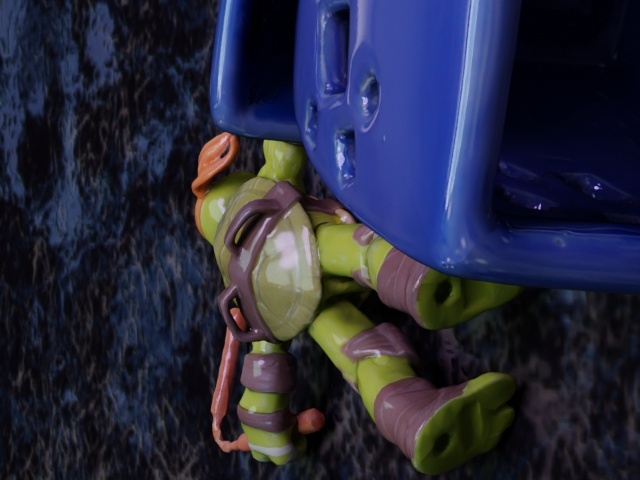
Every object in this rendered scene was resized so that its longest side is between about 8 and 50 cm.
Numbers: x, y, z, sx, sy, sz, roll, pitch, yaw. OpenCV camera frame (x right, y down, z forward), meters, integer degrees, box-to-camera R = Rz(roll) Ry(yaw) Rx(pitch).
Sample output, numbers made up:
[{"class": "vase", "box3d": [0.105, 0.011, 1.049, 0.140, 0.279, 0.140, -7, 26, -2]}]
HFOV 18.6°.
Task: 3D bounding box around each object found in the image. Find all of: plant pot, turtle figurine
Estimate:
[{"class": "plant pot", "box3d": [0.097, -0.114, 0.642, 0.212, 0.236, 0.236, 23, 108, 59]}, {"class": "turtle figurine", "box3d": [0.000, 0.000, 0.884, 0.217, 0.087, 0.269, 30, 113, 50]}]
